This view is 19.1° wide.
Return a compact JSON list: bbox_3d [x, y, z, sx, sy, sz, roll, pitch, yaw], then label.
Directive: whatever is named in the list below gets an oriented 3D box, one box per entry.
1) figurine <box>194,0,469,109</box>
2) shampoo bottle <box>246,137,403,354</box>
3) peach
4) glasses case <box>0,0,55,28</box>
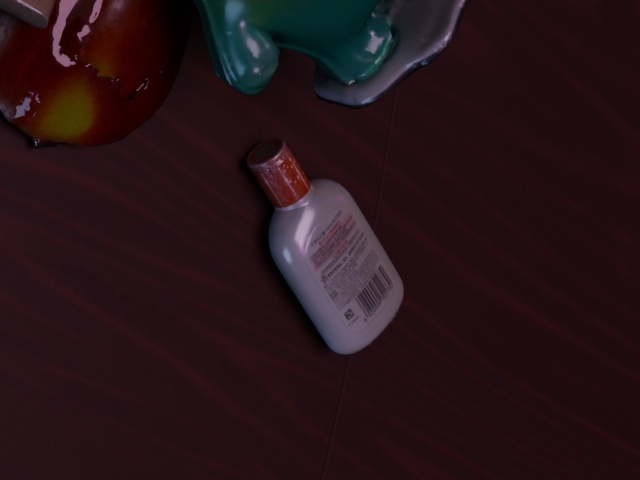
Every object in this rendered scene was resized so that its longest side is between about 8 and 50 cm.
[{"bbox_3d":[-0.035,-0.286,1.622,0.340,0.231,0.323,43,62,-37],"label":"figurine"},{"bbox_3d":[0.000,0.000,1.803,0.108,0.051,0.221,-48,122,-28],"label":"shampoo bottle"},{"bbox_3d":[-0.171,-0.199,1.626,0.189,0.068,0.279,42,66,-38],"label":"peach"},{"bbox_3d":[-0.292,-0.253,1.509,0.193,0.070,0.102,27,69,-30],"label":"glasses case"}]
